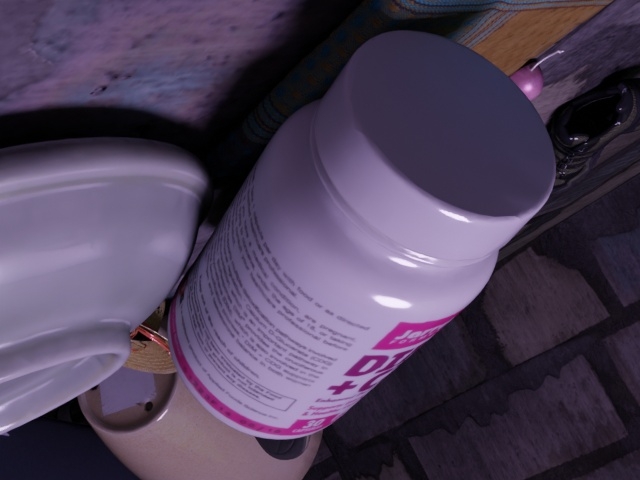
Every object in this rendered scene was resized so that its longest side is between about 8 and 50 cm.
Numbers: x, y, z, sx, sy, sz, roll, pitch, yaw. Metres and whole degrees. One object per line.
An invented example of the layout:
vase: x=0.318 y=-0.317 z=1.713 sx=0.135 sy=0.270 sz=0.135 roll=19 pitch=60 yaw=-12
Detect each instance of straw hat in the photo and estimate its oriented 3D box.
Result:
straw hat: x=-0.178 y=0.068 z=0.878 sx=0.144 sy=0.145 sz=0.061 roll=131 pitch=-20 yaw=-62

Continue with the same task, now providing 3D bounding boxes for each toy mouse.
toy mouse: x=0.167 y=-0.130 z=0.921 sx=0.161 sy=0.031 sz=0.143 roll=-30 pitch=169 yaw=6

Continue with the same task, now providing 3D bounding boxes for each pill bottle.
pill bottle: x=0.015 y=0.008 z=0.617 sx=0.160 sy=0.160 sz=0.283 roll=-20 pitch=160 yaw=-37

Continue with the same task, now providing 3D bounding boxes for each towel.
towel: x=0.114 y=-0.160 z=0.639 sx=0.271 sy=0.040 sz=0.370 roll=-15 pitch=165 yaw=-48

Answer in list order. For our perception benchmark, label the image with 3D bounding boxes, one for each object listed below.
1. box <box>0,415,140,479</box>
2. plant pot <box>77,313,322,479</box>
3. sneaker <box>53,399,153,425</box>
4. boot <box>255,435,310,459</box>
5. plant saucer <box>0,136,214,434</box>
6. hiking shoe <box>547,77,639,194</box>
box: x=-0.436 y=0.402 z=1.162 sx=0.395 sy=0.212 sz=0.293 roll=-34 pitch=150 yaw=14
plant pot: x=-0.160 y=0.191 z=1.117 sx=0.257 sy=0.256 sz=0.274 roll=-30 pitch=154 yaw=8
sneaker: x=-0.295 y=0.254 z=1.424 sx=0.106 sy=0.078 sz=0.234 roll=-29 pitch=168 yaw=14
boot: x=-0.023 y=0.114 z=1.085 sx=0.085 sy=0.236 sz=0.179 roll=-10 pitch=-176 yaw=28
plant saucer: x=-0.239 y=0.072 z=0.611 sx=0.401 sy=0.100 sz=0.400 roll=-26 pitch=170 yaw=-5
hiking shoe: x=0.321 y=-0.136 z=1.210 sx=0.114 sy=0.086 sz=0.227 roll=1 pitch=145 yaw=-43
